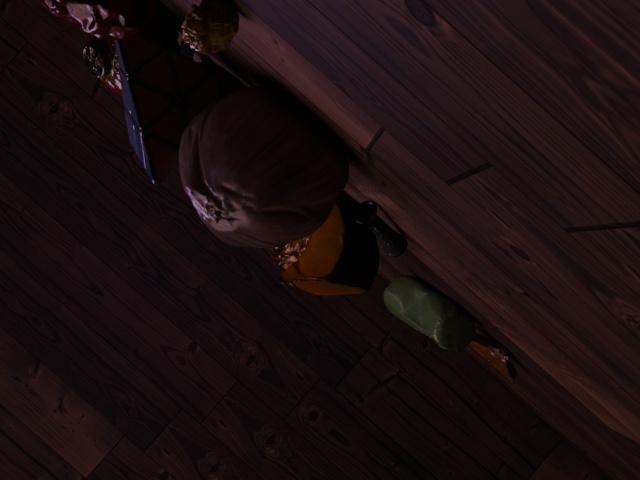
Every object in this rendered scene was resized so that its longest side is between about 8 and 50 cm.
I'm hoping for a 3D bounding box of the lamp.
[{"bbox_3d":[-0.387,-0.399,1.830,0.223,0.196,0.223,28,134,34],"label":"lamp"}]

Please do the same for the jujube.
[{"bbox_3d":[-0.401,-0.452,1.538,0.250,0.174,0.174,30,175,15],"label":"jujube"}]

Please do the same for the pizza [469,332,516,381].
[{"bbox_3d":[0.503,0.329,2.507,0.195,0.052,0.185,48,168,-28],"label":"pizza"}]

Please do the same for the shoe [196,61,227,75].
[{"bbox_3d":[-0.247,-0.305,1.960,0.114,0.137,0.291,42,177,-34],"label":"shoe"}]

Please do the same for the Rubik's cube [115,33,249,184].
[{"bbox_3d":[-0.300,-0.253,1.740,0.228,0.233,0.228,31,-170,18],"label":"Rubik's cube"}]

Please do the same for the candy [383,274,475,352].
[{"bbox_3d":[0.304,0.205,2.506,0.142,0.132,0.343,60,170,-25],"label":"candy"}]

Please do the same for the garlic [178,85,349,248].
[{"bbox_3d":[-0.116,-0.122,1.595,0.317,0.259,0.317,32,143,28],"label":"garlic"}]

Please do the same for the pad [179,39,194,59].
[{"bbox_3d":[-0.314,-0.333,1.968,0.003,0.212,0.143,9,-167,-24],"label":"pad"}]

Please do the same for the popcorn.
[{"bbox_3d":[-0.152,-0.296,1.221,0.057,0.082,0.083,54,-171,25],"label":"popcorn"}]

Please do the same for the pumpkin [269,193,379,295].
[{"bbox_3d":[0.000,0.000,2.224,0.225,0.256,0.303,36,-153,-62],"label":"pumpkin"}]

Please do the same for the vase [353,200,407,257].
[{"bbox_3d":[0.131,-0.025,1.936,0.059,0.059,0.167,40,177,40],"label":"vase"}]
